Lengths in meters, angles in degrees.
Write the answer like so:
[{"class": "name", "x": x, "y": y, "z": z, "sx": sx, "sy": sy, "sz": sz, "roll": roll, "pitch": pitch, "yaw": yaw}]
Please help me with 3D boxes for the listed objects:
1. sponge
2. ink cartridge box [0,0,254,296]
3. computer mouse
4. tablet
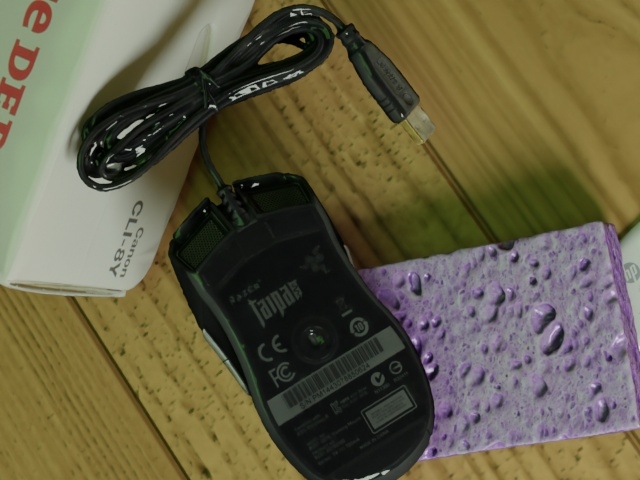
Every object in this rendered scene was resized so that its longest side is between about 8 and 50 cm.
[{"class": "sponge", "x": 0.078, "y": 0.065, "z": 1.137, "sx": 0.210, "sy": 0.031, "sz": 0.117, "roll": -12, "pitch": 83, "yaw": 26}, {"class": "ink cartridge box", "x": -0.254, "y": -0.164, "z": 1.207, "sx": 0.384, "sy": 0.160, "sz": 0.279, "roll": 23, "pitch": 96, "yaw": 21}, {"class": "computer mouse", "x": 0.000, "y": 0.000, "z": 1.122, "sx": 0.184, "sy": 0.060, "sz": 0.262, "roll": -37, "pitch": 93, "yaw": -11}, {"class": "tablet", "x": 0.179, "y": 0.025, "z": 1.110, "sx": 0.083, "sy": 0.006, "sz": 0.054, "roll": -44, "pitch": 74, "yaw": 17}]
